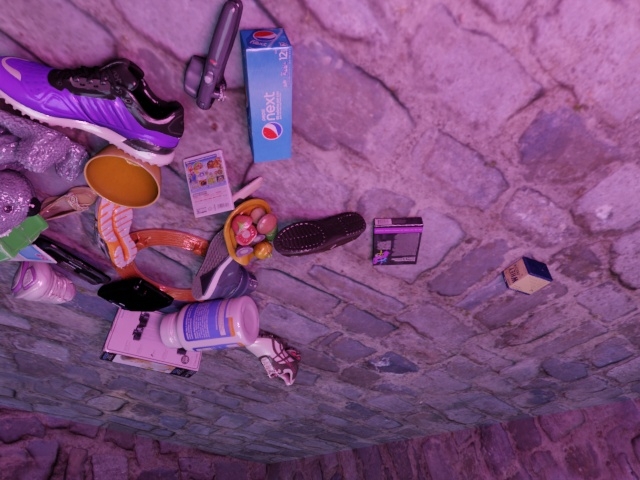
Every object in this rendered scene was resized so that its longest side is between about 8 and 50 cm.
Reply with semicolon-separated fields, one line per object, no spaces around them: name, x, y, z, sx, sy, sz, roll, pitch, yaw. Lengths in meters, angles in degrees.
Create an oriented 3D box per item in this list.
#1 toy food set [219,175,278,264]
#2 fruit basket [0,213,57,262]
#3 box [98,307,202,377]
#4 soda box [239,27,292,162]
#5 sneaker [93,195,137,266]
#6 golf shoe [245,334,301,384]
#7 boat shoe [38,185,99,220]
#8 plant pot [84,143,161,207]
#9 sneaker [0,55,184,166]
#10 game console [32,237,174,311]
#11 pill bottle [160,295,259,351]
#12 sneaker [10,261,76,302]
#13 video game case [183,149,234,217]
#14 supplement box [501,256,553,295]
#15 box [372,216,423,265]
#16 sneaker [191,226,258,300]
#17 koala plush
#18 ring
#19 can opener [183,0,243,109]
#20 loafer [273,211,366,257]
toy food set;-0.145;-0.019;0.901;0.128;0.071;0.217;-35;147;-25
fruit basket;-0.788;-0.059;0.839;0.353;0.165;0.326;-1;134;15
box;-0.533;0.325;1.304;0.290;0.169;0.087;22;138;-26
soda box;-0.089;-0.236;0.677;0.071;0.067;0.210;-10;141;-13
sneaker;-0.496;-0.030;0.943;0.083;0.084;0.214;30;131;18
golf shoe;-0.171;0.427;1.458;0.105;0.120;0.273;-26;132;31
boat shoe;-0.566;-0.080;0.903;0.153;0.048;0.056;-10;139;13
plant pot;-0.371;-0.143;0.786;0.134;0.095;0.134;1;140;1
sneaker;-0.365;-0.249;0.666;0.294;0.102;0.146;21;132;-29
game console;-0.597;0.100;1.099;0.213;0.043;0.361;-12;138;35
pill bottle;-0.339;0.259;1.229;0.272;0.152;0.152;-9;139;13
sneaker;-0.718;0.108;1.061;0.152;0.114;0.305;23;162;-33
video game case;-0.227;-0.114;0.817;0.087;0.121;0.011;-11;-178;15
supplement box;0.558;0.097;1.088;0.083;0.056;0.083;17;138;-19
box;0.189;0.006;1.008;0.116;0.029;0.162;-1;139;4
sneaker;-0.214;0.058;1.039;0.163;0.086;0.226;12;117;-51
koala plush;-0.558;-0.108;0.699;0.204;0.221;0.196;21;178;-15
ring;-0.405;0.087;1.116;0.337;0.032;0.336;1;141;1
can opener;-0.165;-0.288;0.634;0.073;0.059;0.186;21;137;-22
loafer;0.000;0.000;0.931;0.220;0.080;0.078;-12;151;-13
